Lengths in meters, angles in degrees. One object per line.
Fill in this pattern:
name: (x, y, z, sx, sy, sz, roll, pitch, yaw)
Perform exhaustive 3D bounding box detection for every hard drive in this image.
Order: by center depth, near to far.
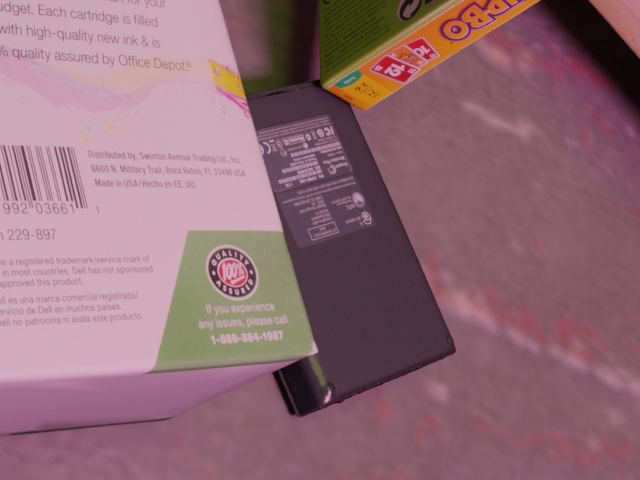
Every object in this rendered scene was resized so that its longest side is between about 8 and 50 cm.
hard drive: (0.000, 0.000, 0.777, 0.094, 0.022, 0.135, -17, 81, -48)

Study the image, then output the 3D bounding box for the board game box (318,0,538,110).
board game box: (0.049, -0.193, 0.837, 0.039, 0.124, 0.259, 27, 46, -38)

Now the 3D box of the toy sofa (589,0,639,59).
toy sofa: (0.233, -0.134, 0.966, 0.362, 0.177, 0.150, 45, 45, -17)

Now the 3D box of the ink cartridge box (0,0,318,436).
ink cartridge box: (-0.107, -0.043, 0.643, 0.154, 0.093, 0.212, -1, 72, -46)
